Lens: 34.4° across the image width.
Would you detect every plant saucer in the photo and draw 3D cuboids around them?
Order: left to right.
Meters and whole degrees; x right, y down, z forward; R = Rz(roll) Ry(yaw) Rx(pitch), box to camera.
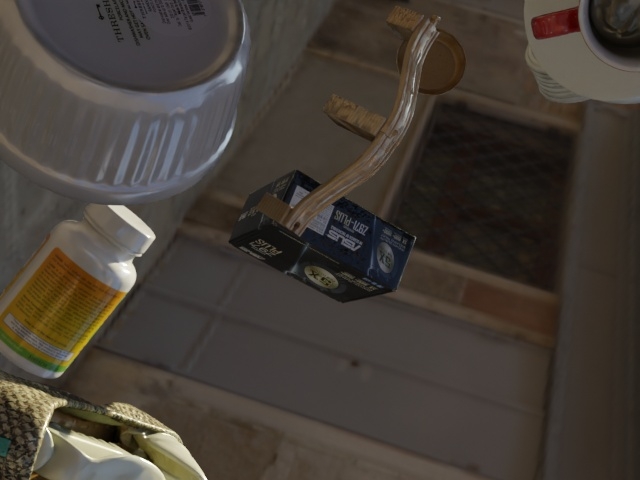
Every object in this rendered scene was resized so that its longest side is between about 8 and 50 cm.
[{"bbox_3d":[0.130,-0.210,1.222,0.015,0.083,0.083,115,-7,-82],"label":"plant saucer"}]

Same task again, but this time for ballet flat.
[{"bbox_3d":[-0.215,0.238,1.026,0.483,0.182,0.164,52,52,-66],"label":"ballet flat"}]

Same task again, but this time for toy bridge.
[{"bbox_3d":[0.031,-0.084,0.736,0.188,0.063,0.026,-55,138,-3],"label":"toy bridge"}]

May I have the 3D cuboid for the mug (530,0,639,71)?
[{"bbox_3d":[0.302,-0.243,1.059,0.169,0.150,0.113,-48,157,-71],"label":"mug"}]

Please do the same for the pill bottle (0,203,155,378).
[{"bbox_3d":[-0.345,0.059,1.441,0.246,0.136,0.136,-51,174,3],"label":"pill bottle"}]

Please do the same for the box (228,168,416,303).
[{"bbox_3d":[0.000,0.000,1.279,0.147,0.180,0.077,-18,-134,62],"label":"box"}]

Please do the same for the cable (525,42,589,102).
[{"bbox_3d":[0.444,-0.324,1.620,0.257,0.089,0.257,-42,-156,2],"label":"cable"}]

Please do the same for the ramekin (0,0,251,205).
[{"bbox_3d":[-0.149,-0.140,0.749,0.109,0.207,0.207,-54,-169,52],"label":"ramekin"}]

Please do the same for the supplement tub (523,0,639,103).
[{"bbox_3d":[0.404,-0.305,1.301,0.331,0.241,0.241,-32,141,-56],"label":"supplement tub"}]
